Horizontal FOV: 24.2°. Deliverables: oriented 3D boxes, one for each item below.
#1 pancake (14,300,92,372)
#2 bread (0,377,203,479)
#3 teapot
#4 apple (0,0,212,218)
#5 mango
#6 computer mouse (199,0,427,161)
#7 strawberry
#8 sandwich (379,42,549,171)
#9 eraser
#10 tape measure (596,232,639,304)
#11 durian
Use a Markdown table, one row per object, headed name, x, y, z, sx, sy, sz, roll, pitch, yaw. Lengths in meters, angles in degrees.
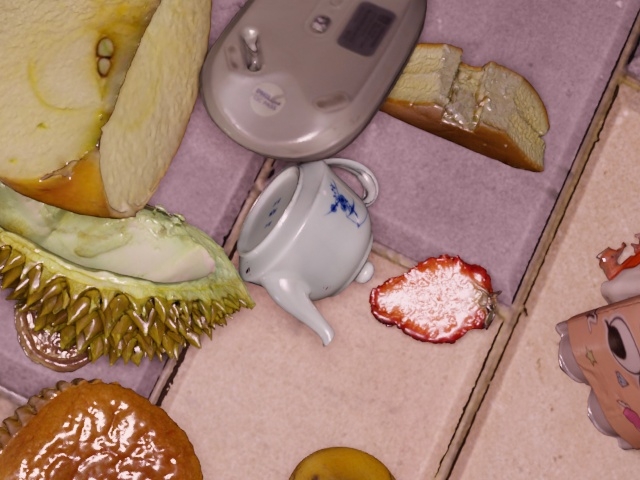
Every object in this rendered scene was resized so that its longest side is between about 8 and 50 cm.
| name | x | y | z | sx | sy | sz | roll | pitch | yaw |
| --- | --- | --- | --- | --- | --- | --- | --- | --- | --- |
| pancake | -0.284 | 0.088 | 1.642 | 0.115 | 0.011 | 0.115 | 2 | 78 | -9 |
| bread | -0.251 | 0.269 | 1.553 | 0.253 | 0.142 | 0.227 | -44 | 98 | -16 |
| teapot | 0.000 | 0.000 | 1.649 | 0.159 | 0.159 | 0.232 | 24 | 57 | -6 |
| apple | -0.233 | -0.187 | 1.578 | 0.254 | 0.179 | 0.346 | 31 | 66 | -29 |
| mango | 0.043 | 0.314 | 1.623 | 0.195 | 0.098 | 0.137 | 45 | 72 | -6 |
| computer mouse | -0.004 | -0.215 | 1.686 | 0.197 | 0.095 | 0.331 | 30 | 56 | 7 |
| strawberry | 0.132 | 0.067 | 1.709 | 0.152 | 0.048 | 0.104 | 1 | 87 | 3 |
| sandwich | 0.168 | -0.164 | 1.731 | 0.244 | 0.088 | 0.090 | 21 | 74 | -6 |
| eraser | 0.361 | 0.140 | 1.612 | 0.087 | 0.290 | 0.171 | -26 | 86 | -14 |
| tape measure | 0.464 | 0.090 | 1.666 | 0.130 | 0.258 | 0.265 | -43 | 97 | -16 |
| durian | -0.263 | -0.007 | 1.584 | 0.394 | 0.163 | 0.198 | 34 | 73 | 11 |
